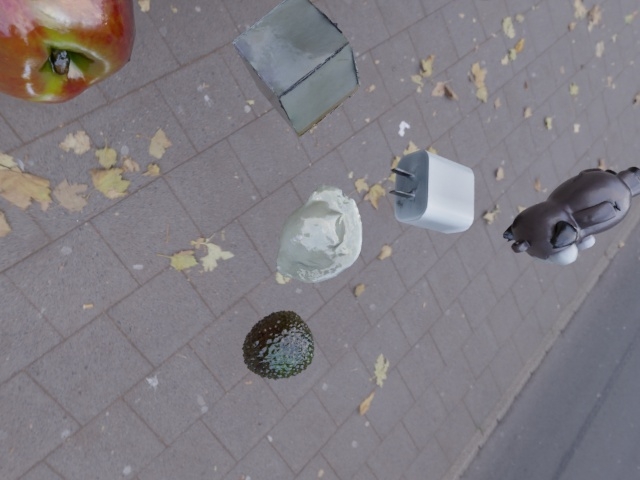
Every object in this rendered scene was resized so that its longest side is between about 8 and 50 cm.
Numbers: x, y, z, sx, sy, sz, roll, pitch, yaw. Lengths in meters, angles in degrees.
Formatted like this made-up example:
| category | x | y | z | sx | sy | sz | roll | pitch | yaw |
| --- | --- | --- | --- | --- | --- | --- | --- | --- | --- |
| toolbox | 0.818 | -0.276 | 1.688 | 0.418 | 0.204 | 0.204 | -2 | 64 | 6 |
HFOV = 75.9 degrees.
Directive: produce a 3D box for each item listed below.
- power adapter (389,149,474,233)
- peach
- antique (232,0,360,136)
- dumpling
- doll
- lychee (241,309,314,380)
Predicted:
| category | x | y | z | sx | sy | sz | roll | pitch | yaw |
| --- | --- | --- | --- | --- | --- | --- | --- | --- | --- |
| power adapter | 0.284 | -0.132 | 1.094 | 0.254 | 0.124 | 0.187 | 11 | 77 | -33 |
| peach | -0.398 | -0.336 | 0.528 | 0.248 | 0.245 | 0.275 | -34 | 87 | 8 |
| antique | -0.033 | -0.288 | 0.697 | 0.146 | 0.148 | 0.152 | -37 | 71 | -1 |
| dumpling | 0.000 | 0.001 | 0.780 | 0.154 | 0.181 | 0.111 | 27 | 38 | 6 |
| doll | 0.477 | -0.047 | 0.783 | 0.257 | 0.182 | 0.117 | -38 | 94 | -2 |
| lychee | -0.096 | 0.245 | 0.945 | 0.171 | 0.171 | 0.172 | -2 | 93 | -31 |
